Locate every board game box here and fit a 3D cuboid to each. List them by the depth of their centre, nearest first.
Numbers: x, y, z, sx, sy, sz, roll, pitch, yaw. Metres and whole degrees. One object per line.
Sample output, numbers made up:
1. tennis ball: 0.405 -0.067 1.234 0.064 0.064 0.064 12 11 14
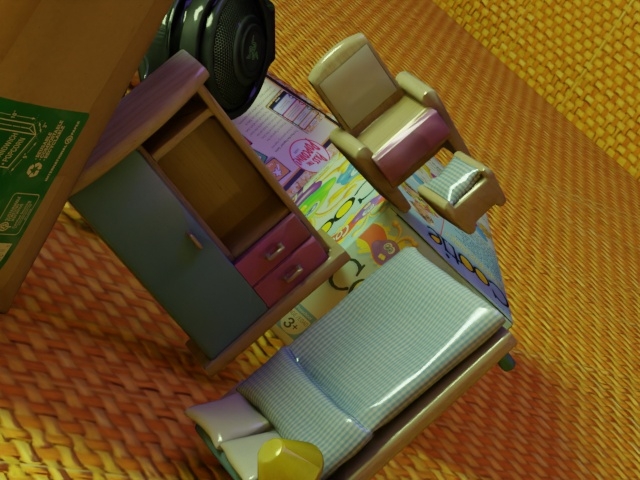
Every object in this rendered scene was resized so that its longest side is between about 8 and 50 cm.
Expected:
1. board game box: 0.056 0.018 1.352 0.144 0.142 0.275 43 15 -13
2. board game box: -0.073 -0.107 1.560 0.193 0.045 0.147 35 46 7

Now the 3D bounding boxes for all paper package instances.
1. paper package: -0.269 -0.162 1.020 0.309 0.325 0.168 43 20 30

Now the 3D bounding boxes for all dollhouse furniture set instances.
1. dollhouse furniture set: 0.000 0.000 1.024 0.198 0.286 0.303 52 -5 -33

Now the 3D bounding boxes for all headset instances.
1. headset: -0.167 -0.148 1.427 0.243 0.185 0.394 1 18 3

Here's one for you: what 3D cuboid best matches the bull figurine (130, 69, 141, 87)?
1. bull figurine: -0.185 -0.253 1.741 0.188 0.101 0.310 22 32 -35
